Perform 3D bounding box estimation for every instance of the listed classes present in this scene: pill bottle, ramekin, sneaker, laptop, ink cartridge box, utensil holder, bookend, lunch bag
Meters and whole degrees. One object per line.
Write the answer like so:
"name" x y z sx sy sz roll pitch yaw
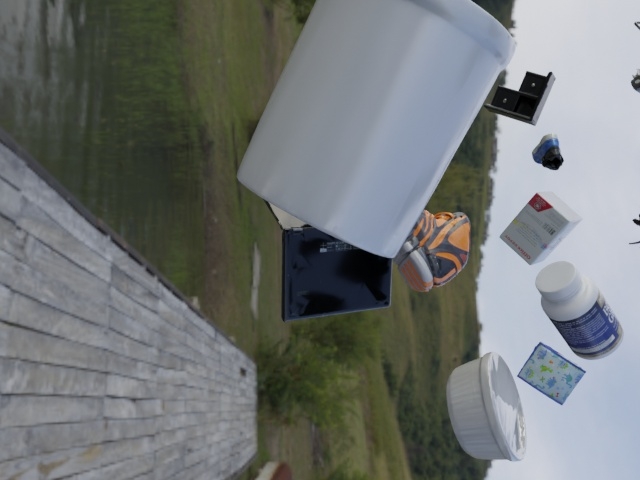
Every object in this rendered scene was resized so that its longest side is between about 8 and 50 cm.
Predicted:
"pill bottle" 0.429 0.115 1.103 0.169 0.094 0.094 48 19 -26
"ramekin" 0.421 0.431 1.684 0.273 0.127 0.272 42 38 -45
"sneaker" 0.620 -0.222 1.801 0.152 0.058 0.084 84 2 -71
"laptop" 0.000 0.000 1.978 0.236 0.382 0.407 13 -76 57
"ink cartridge box" 0.641 -0.036 1.923 0.128 0.127 0.176 48 -59 23
"utensil holder" 0.078 -0.209 1.085 0.385 0.328 0.327 -62 -174 9
"bookend" 0.610 -0.452 2.016 0.072 0.156 0.157 7 107 -62
"lunch bag" 0.675 0.388 1.948 0.128 0.151 0.096 -58 -176 4
"sneaker" 0.217 -0.050 1.496 0.321 0.180 0.124 61 -23 10

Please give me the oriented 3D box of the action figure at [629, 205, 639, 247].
"action figure" 0.893 -0.090 1.651 0.164 0.141 0.275 -85 -160 -81

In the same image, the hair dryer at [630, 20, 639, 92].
"hair dryer" 0.957 -0.462 1.782 0.080 0.294 0.223 -11 -116 58
